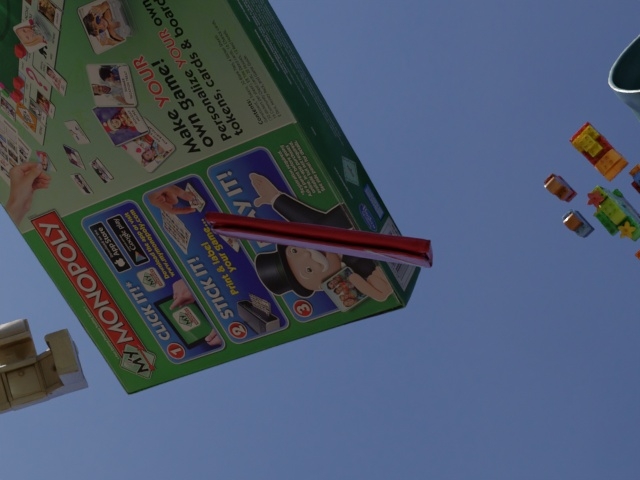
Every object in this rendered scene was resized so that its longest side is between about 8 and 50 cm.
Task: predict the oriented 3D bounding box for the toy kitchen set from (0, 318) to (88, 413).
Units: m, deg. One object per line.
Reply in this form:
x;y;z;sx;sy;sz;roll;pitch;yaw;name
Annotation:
-0.229;0.086;1.130;0.083;0.068;0.075;-17;-15;-8;toy kitchen set

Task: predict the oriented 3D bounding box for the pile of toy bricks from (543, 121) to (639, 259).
0.338;-0.038;1.697;0.118;0.212;0.105;-47;-23;16;pile of toy bricks

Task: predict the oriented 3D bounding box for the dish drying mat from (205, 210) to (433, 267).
0.000;0.000;0.553;0.083;0.008;0.032;7;-8;8;dish drying mat

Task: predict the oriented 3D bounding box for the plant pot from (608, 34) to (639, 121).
0.467;-0.155;1.500;0.293;0.293;0.196;-24;-72;34;plant pot

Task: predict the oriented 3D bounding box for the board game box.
-0.108;-0.069;0.877;0.213;0.046;0.317;-19;-68;29;board game box
